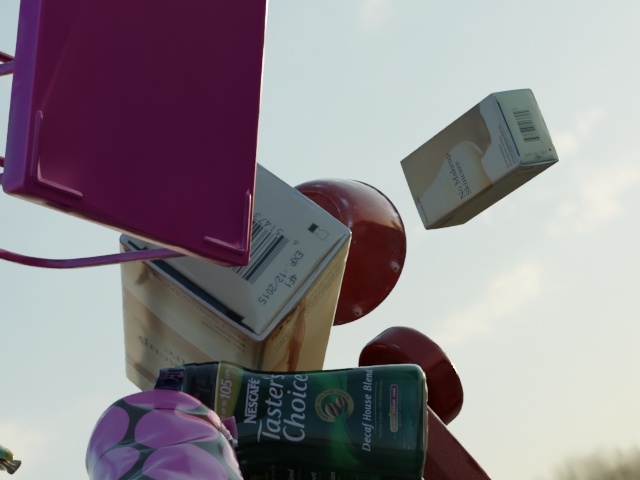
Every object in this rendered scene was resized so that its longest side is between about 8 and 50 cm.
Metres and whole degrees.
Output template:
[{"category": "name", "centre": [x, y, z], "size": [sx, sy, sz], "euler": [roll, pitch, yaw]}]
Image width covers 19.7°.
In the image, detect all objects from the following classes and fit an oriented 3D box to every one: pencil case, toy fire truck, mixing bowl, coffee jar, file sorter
[{"category": "pencil case", "centre": [-0.081, 0.158, 1.081], "size": [0.098, 0.095, 0.209], "euler": [-1, 20, -12]}, {"category": "toy fire truck", "centre": [0.060, 0.242, 1.599], "size": [0.169, 0.254, 0.302], "euler": [-35, -10, -33]}, {"category": "mixing bowl", "centre": [0.000, 0.000, 2.110], "size": [0.181, 0.181, 0.098], "euler": [-28, -24, 10]}, {"category": "coffee jar", "centre": [-0.017, 0.135, 1.306], "size": [0.184, 0.096, 0.079], "euler": [1, -28, 1]}, {"category": "file sorter", "centre": [-0.167, -0.139, 1.167], "size": [0.182, 0.291, 0.202], "euler": [-6, -16, 35]}]

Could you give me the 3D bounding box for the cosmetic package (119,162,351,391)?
[{"category": "cosmetic package", "centre": [-0.078, 0.059, 1.570], "size": [0.129, 0.153, 0.296], "euler": [-51, -14, -23]}]

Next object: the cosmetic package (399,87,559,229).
[{"category": "cosmetic package", "centre": [0.111, -0.057, 1.308], "size": [0.041, 0.060, 0.115], "euler": [-9, -19, -38]}]

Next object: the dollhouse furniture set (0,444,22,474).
[{"category": "dollhouse furniture set", "centre": [-0.327, 0.171, 1.691], "size": [0.076, 0.059, 0.151], "euler": [39, -25, -30]}]
